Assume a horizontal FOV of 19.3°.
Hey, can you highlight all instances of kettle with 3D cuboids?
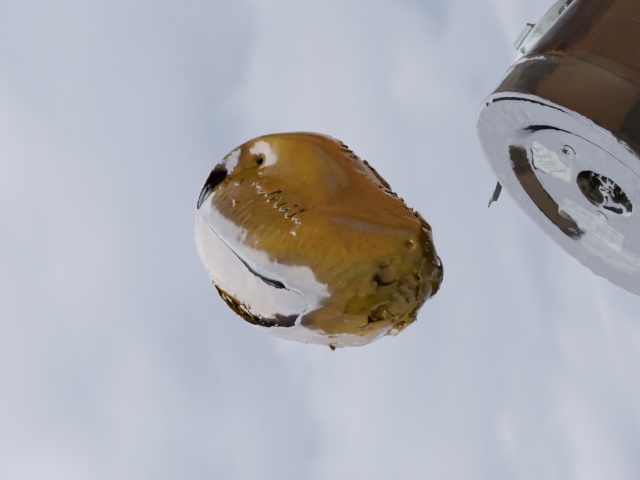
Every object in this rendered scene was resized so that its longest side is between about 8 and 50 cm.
[{"bbox_3d":[0.310,-0.121,1.474,0.228,0.324,0.321,33,161,26],"label":"kettle"}]

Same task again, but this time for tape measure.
[{"bbox_3d":[0.263,-0.187,2.454,0.084,0.330,0.164,40,-155,15],"label":"tape measure"}]

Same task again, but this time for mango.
[{"bbox_3d":[0.000,0.000,1.432,0.151,0.249,0.156,17,-87,-34],"label":"mango"}]
